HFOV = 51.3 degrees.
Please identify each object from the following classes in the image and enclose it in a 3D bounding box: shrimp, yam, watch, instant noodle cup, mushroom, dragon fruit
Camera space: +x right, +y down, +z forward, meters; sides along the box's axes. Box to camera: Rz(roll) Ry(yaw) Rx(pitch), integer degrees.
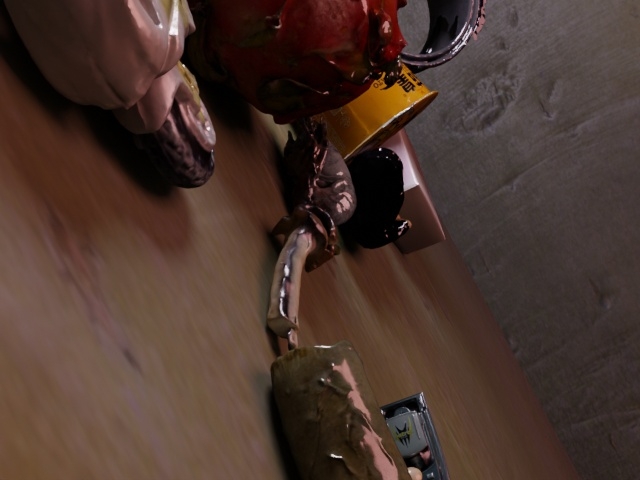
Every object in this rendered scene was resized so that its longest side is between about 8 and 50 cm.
[{"bbox_3d":[-0.013,-0.099,0.833,0.090,0.079,0.232,99,-21,-45],"label":"shrimp"},{"bbox_3d":[0.053,0.236,0.412,0.083,0.083,0.371,34,28,-62],"label":"yam"},{"bbox_3d":[0.131,-0.411,1.248,0.335,0.327,0.314,61,-16,-11],"label":"watch"},{"bbox_3d":[0.047,-0.223,1.035,0.172,0.216,0.216,53,14,1],"label":"instant noodle cup"},{"bbox_3d":[-0.024,0.031,0.605,0.060,0.061,0.187,43,31,-17],"label":"mushroom"},{"bbox_3d":[-0.048,-0.279,0.709,0.291,0.250,0.269,57,32,-43],"label":"dragon fruit"}]

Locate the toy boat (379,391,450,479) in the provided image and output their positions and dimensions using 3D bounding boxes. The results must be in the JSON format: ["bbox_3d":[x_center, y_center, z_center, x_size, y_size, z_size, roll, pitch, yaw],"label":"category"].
[{"bbox_3d":[0.092,0.214,0.635,0.141,0.055,0.060,-103,167,-46],"label":"toy boat"}]

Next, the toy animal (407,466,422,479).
[{"bbox_3d":[0.052,0.198,0.516,0.083,0.061,0.081,-89,-177,-55],"label":"toy animal"}]

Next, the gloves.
[{"bbox_3d":[0.079,-0.056,0.995,0.203,0.124,0.164,102,-4,-73],"label":"gloves"}]

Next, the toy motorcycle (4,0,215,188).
[{"bbox_3d":[-0.158,-0.203,0.439,0.223,0.108,0.340,24,46,-77],"label":"toy motorcycle"}]

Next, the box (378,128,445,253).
[{"bbox_3d":[0.154,-0.130,1.371,0.203,0.106,0.251,54,20,-50],"label":"box"}]

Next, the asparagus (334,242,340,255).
[{"bbox_3d":[0.000,0.000,0.801,0.015,0.014,0.114,50,9,25],"label":"asparagus"}]
